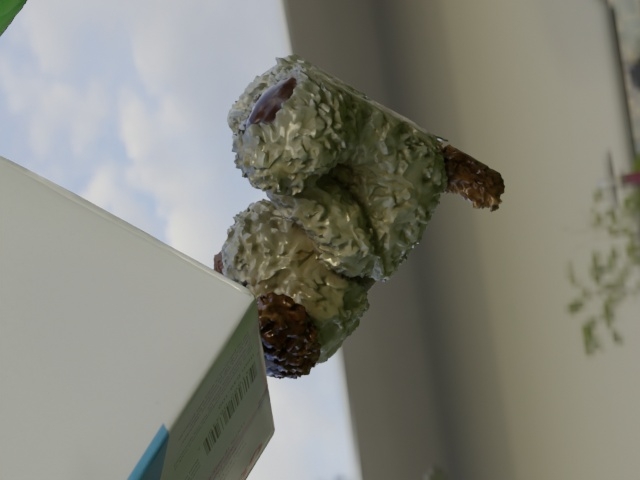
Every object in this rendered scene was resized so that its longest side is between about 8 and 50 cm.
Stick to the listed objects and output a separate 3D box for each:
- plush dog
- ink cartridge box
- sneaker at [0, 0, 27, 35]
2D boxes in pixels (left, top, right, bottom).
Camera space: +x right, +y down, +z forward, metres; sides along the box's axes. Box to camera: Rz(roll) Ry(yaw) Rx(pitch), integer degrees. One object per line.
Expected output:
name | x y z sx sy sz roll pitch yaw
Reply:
plush dog | 0.000 0.000 1.194 0.225 0.210 0.262 -60 9 7
ink cartridge box | -0.163 0.116 0.980 0.198 0.197 0.270 -58 -13 -20
sneaker | -0.192 -0.234 0.937 0.185 0.483 0.202 54 -151 -11
